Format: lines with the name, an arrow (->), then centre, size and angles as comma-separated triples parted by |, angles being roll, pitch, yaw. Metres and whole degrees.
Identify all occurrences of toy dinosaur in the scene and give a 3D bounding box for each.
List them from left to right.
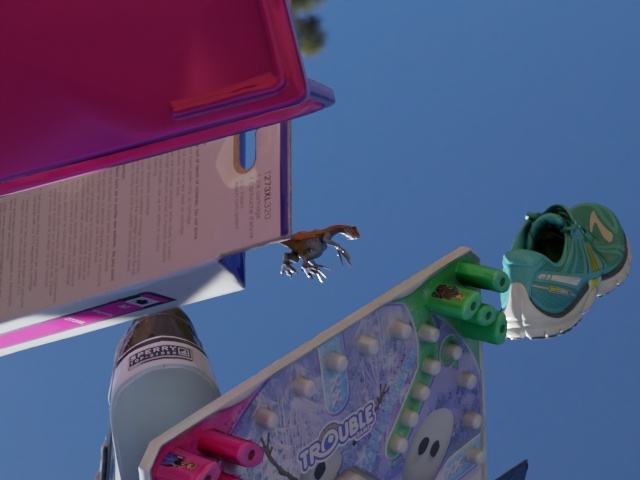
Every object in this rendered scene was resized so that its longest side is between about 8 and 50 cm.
toy dinosaur -> 0.000, 0.000, 1.302 | 0.047, 0.090, 0.082 | -10, -146, 34

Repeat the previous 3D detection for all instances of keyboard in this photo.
keyboard -> 0.220, 0.335, 1.917 | 0.023, 0.108, 0.180 | 14, -174, 21

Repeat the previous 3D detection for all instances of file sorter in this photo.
file sorter -> -0.125, -0.167, 0.609 | 0.202, 0.291, 0.182 | -14, 180, 8

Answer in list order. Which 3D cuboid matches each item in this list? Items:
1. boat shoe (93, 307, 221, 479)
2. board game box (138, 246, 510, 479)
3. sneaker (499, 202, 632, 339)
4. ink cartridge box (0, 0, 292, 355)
boat shoe -> -0.126, 0.190, 1.190 | 0.113, 0.306, 0.105 | -6, -149, -6
board game box -> 0.033, 0.251, 1.207 | 0.050, 0.390, 0.390 | 15, -150, 37
sneaker -> 0.262, 0.011, 1.640 | 0.107, 0.110, 0.275 | 1, -159, 26
ink cartridge box -> -0.143, -0.035, 1.044 | 0.371, 0.069, 0.176 | -17, -116, 39
